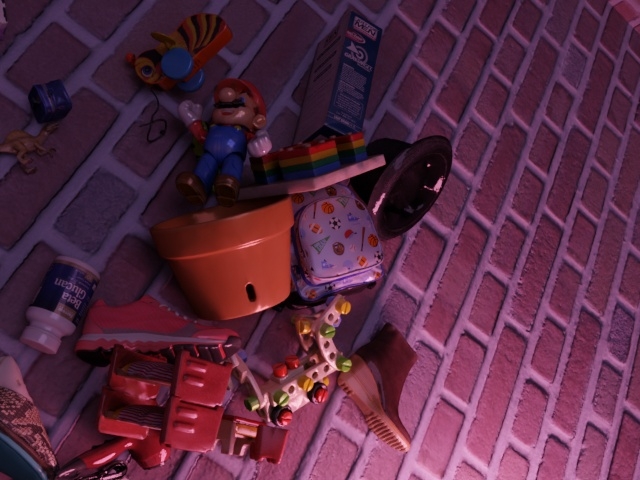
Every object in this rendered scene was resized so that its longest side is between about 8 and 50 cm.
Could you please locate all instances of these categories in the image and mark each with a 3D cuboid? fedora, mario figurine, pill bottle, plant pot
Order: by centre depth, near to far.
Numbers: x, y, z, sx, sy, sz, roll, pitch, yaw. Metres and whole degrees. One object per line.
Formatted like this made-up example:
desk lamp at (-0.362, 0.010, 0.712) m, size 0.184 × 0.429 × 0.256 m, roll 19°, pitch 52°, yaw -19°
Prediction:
pill bottle at (-0.489, 0.122, 1.314) m, size 0.094 × 0.094 × 0.169 m, roll 29°, pitch 62°, yaw -20°
plant pot at (-0.181, 0.036, 1.437) m, size 0.291 × 0.291 × 0.203 m, roll -20°, pitch 103°, yaw -34°
mario figurine at (-0.207, -0.234, 1.476) m, size 0.198 × 0.170 × 0.320 m, roll 23°, pitch 52°, yaw -17°
fedora at (0.181, -0.157, 1.740) m, size 0.152 × 0.334 × 0.334 m, roll 39°, pitch 51°, yaw 25°

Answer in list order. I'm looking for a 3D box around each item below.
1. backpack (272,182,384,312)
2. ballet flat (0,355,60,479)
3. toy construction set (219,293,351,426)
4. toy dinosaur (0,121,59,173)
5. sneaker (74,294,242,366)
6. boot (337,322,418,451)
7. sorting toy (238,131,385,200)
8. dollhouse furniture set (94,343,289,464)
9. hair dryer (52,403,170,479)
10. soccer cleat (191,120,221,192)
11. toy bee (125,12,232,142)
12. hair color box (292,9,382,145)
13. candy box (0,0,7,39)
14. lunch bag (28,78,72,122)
backpack at (0.000, 0.000, 1.591) m, size 0.276 × 0.213 × 0.263 m, roll -13°, pitch 72°, yaw -31°
ballet flat at (-0.627, 0.235, 1.170) m, size 0.483 × 0.164 × 0.182 m, roll 31°, pitch 45°, yaw -17°
toy construction set at (-0.072, 0.257, 1.484) m, size 0.327 × 0.151 × 0.215 m, roll -17°, pitch 112°, yaw -23°
toy dinosaur at (-0.594, -0.180, 1.386) m, size 0.183 × 0.053 × 0.092 m, roll -26°, pitch 73°, yaw -42°
sneaker at (-0.308, 0.165, 1.358) m, size 0.314 × 0.116 × 0.136 m, roll 2°, pitch 61°, yaw -7°
boot at (0.175, 0.341, 1.645) m, size 0.207 × 0.090 × 0.248 m, roll -40°, pitch 93°, yaw -32°
sorting toy at (-0.036, -0.170, 1.547) m, size 0.257 × 0.255 × 0.089 m, roll -25°, pitch 106°, yaw -48°
dollhouse furniture set at (-0.194, 0.308, 1.283) m, size 0.374 × 0.201 × 0.152 m, roll 29°, pitch 65°, yaw -47°
hair dryer at (-0.356, 0.373, 1.273) m, size 0.223 × 0.080 × 0.293 m, roll 50°, pitch 36°, yaw -48°
soccer cleat at (-0.241, -0.186, 1.593) m, size 0.072 × 0.060 × 0.179 m, roll -1°, pitch 69°, yaw -57°
toy bee at (-0.340, -0.392, 1.534) m, size 0.162 × 0.195 × 0.298 m, roll 36°, pitch 68°, yaw 12°
hair color box at (0.043, -0.376, 1.748) m, size 0.105 × 0.174 × 0.347 m, roll 23°, pitch 64°, yaw -24°
candy box at (-0.723, -0.506, 1.391) m, size 0.165 × 0.070 × 0.196 m, roll -5°, pitch 76°, yaw -32°
lunch bag at (-0.546, -0.277, 1.406) m, size 0.065 × 0.098 × 0.067 m, roll -26°, pitch 94°, yaw -32°
